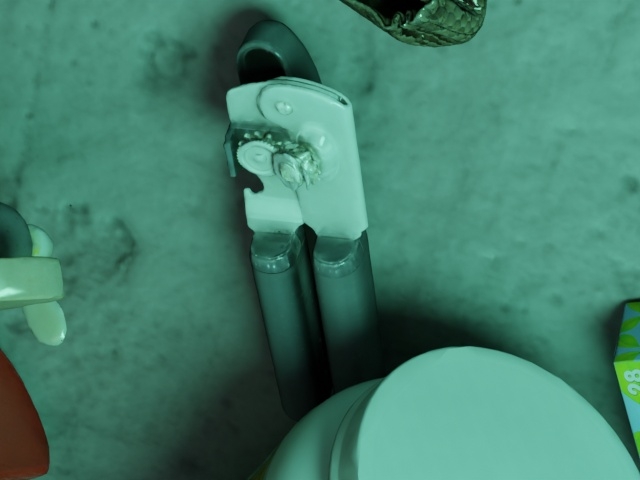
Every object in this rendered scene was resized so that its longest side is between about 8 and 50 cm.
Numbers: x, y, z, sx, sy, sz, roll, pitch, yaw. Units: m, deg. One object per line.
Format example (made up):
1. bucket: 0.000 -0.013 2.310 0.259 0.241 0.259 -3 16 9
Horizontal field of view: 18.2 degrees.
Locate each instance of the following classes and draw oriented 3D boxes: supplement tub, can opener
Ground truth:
1. supplement tub: 0.036 0.222 1.204 0.228 0.228 0.316 34 137 -7
2. can opener: 0.000 0.000 1.192 0.074 0.093 0.280 6 133 16

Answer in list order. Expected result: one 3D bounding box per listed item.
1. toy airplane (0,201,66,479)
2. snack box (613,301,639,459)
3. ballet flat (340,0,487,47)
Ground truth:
1. toy airplane: -0.347 0.046 1.210 0.386 0.272 0.384 10 158 -5
2. snack box: 0.294 0.112 1.177 0.207 0.070 0.174 -8 120 23
3. ballet flat: -0.018 -0.180 1.084 0.250 0.058 0.084 34 125 -7
